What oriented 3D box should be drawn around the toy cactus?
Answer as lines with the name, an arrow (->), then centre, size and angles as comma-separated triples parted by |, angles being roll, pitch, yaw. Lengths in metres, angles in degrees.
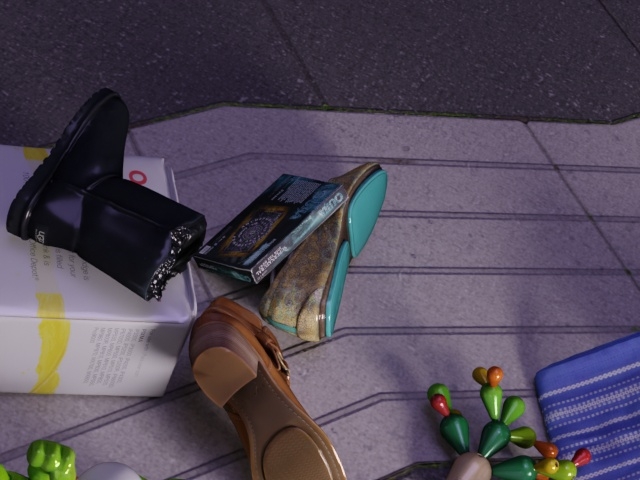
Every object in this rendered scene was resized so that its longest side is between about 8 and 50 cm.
toy cactus -> 0.215, 0.260, 1.979 | 0.219, 0.112, 0.180 | 35, 57, 9

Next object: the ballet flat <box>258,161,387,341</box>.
ballet flat -> 0.000, 0.000, 2.137 | 0.123, 0.123, 0.348 | 23, 43, 0

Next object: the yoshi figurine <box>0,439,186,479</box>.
yoshi figurine -> -0.280, 0.316, 1.661 | 0.362, 0.203, 0.203 | 1, 63, -25

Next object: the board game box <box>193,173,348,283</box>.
board game box -> -0.066, -0.018, 2.096 | 0.186, 0.026, 0.126 | -43, 34, -26

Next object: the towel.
towel -> 0.415, 0.251, 2.004 | 0.243, 0.040, 0.336 | -21, 43, 11

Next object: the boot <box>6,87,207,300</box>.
boot -> -0.224, -0.053, 1.861 | 0.207, 0.094, 0.246 | 24, 50, 6

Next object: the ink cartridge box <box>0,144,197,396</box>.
ink cartridge box -> -0.367, 0.034, 1.905 | 0.384, 0.160, 0.279 | 4, 47, -19

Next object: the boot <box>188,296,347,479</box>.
boot -> -0.064, 0.202, 1.917 | 0.283, 0.109, 0.220 | 49, 9, -12
